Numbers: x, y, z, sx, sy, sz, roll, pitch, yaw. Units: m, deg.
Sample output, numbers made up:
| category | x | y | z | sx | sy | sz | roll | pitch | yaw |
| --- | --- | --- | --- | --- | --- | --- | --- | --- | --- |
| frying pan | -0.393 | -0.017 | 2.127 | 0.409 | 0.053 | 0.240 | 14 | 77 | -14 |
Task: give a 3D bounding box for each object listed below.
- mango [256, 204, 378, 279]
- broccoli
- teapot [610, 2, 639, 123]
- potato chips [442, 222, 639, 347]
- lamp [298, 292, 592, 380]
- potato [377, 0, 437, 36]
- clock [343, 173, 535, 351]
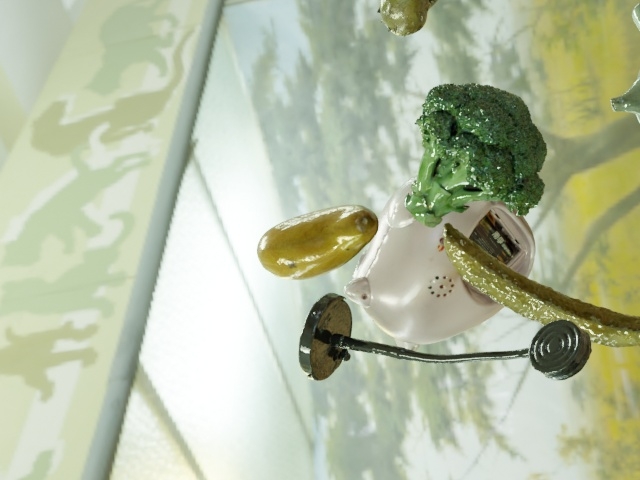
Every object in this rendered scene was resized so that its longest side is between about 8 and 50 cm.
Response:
| category | x | y | z | sx | sy | sz | roll | pitch | yaw |
| --- | --- | --- | --- | --- | --- | --- | --- | --- | --- |
| mango | 0.001 | 0.005 | 1.797 | 0.157 | 0.262 | 0.109 | -39 | -66 | -51 |
| broccoli | 0.259 | -0.136 | 1.709 | 0.270 | 0.270 | 0.270 | 35 | -161 | -14 |
| teapot | 0.690 | -0.314 | 1.915 | 0.220 | 0.149 | 0.318 | 36 | -123 | -19 |
| potato chips | 0.367 | 0.094 | 1.591 | 0.080 | 0.406 | 0.057 | -69 | -9 | 26 |
| lamp | 0.119 | 0.119 | 1.159 | 0.108 | 0.371 | 0.130 | 44 | -118 | -36 |
| potato | 0.126 | -0.339 | 1.378 | 0.092 | 0.070 | 0.138 | 99 | -164 | -44 |
| clock | 0.255 | 0.049 | 2.073 | 0.368 | 0.377 | 0.250 | 46 | 175 | -36 |
